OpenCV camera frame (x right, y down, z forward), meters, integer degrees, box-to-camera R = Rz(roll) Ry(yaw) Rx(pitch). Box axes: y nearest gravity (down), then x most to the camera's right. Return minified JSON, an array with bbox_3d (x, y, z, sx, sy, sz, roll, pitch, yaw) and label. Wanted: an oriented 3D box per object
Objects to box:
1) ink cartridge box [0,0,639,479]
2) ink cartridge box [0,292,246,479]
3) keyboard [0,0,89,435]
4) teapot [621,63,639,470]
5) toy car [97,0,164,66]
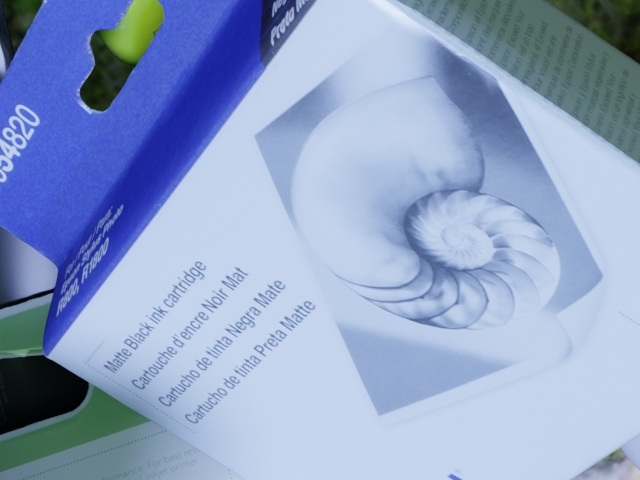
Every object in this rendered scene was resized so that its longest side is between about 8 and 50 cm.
[{"bbox_3d":[0.000,0.000,0.455,0.224,0.045,0.223,33,137,-8],"label":"ink cartridge box"},{"bbox_3d":[-0.095,0.144,0.556,0.171,0.056,0.235,-19,80,-4],"label":"ink cartridge box"},{"bbox_3d":[-0.109,0.062,0.577,0.202,0.033,0.317,-12,105,-5],"label":"keyboard"},{"bbox_3d":[0.202,-0.027,0.552,0.253,0.256,0.187,-22,67,13],"label":"teapot"},{"bbox_3d":[-0.018,-0.141,0.511,0.182,0.159,0.136,-40,71,-4],"label":"toy car"}]
